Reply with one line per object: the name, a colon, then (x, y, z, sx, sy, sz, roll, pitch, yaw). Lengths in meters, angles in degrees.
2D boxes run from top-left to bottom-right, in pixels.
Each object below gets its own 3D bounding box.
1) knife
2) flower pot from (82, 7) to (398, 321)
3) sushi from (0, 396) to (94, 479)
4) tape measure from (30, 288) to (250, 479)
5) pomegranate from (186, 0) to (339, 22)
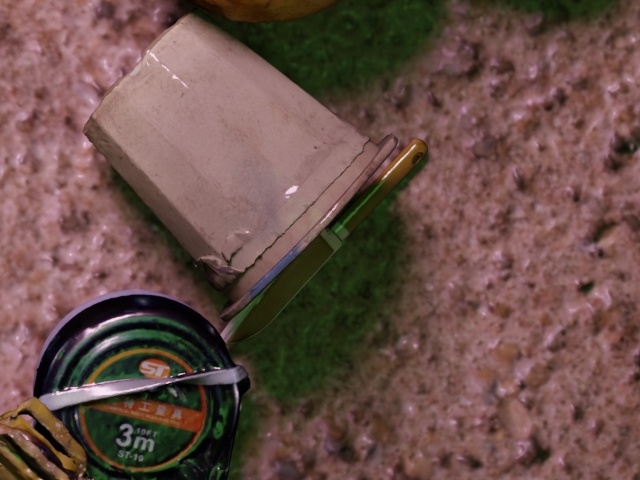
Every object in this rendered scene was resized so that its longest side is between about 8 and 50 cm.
knife: (-0.001, -0.001, 1.620, 0.256, 0.022, 0.046, -46, 145, -5)
flower pot: (-0.077, -0.072, 1.522, 0.202, 0.212, 0.212, 42, 85, -1)
sushi: (-0.327, 0.228, 1.493, 0.291, 0.131, 0.139, -32, 104, 21)
tape measure: (-0.154, 0.133, 1.555, 0.182, 0.107, 0.181, 17, 95, -15)
pomegranate: (-0.040, -0.310, 1.450, 0.281, 0.281, 0.281, -2, 97, -15)
